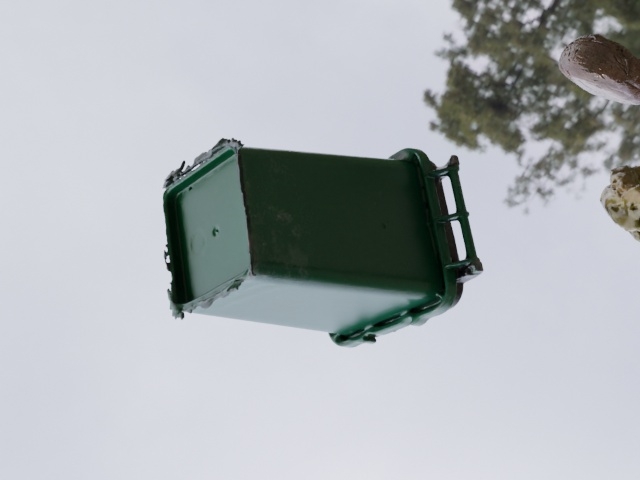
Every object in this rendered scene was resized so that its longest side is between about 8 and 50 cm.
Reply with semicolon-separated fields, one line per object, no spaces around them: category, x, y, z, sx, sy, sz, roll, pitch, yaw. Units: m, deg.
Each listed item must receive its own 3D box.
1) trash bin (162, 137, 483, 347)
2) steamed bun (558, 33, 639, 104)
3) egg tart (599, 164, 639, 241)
trash bin;0.000;0.000;1.267;0.381;0.295;0.259;5;-113;-42
steamed bun;0.554;-0.334;1.771;0.144;0.106;0.175;18;-168;-44
egg tart;0.410;-0.008;0.871;0.294;0.123;0.294;0;-170;0
